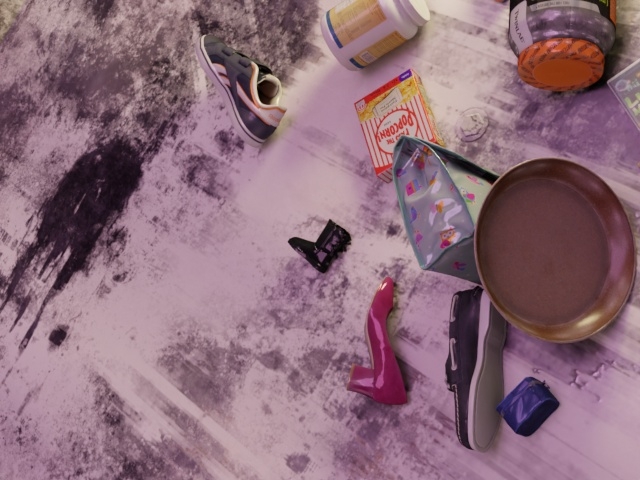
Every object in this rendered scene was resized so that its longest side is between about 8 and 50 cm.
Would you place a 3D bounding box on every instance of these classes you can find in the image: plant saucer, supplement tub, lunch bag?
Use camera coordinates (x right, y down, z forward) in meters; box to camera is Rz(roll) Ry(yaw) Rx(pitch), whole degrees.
[{"bbox_3d":[0.385,0.017,1.734,0.050,0.310,0.310,157,128,-68],"label":"plant saucer"},{"bbox_3d":[0.445,-0.449,1.909,0.193,0.193,0.316,-7,67,34],"label":"supplement tub"},{"bbox_3d":[0.352,0.276,1.763,0.098,0.067,0.065,-48,52,9],"label":"lunch bag"},{"bbox_3d":[0.250,-0.066,1.874,0.160,0.223,0.262,-40,53,30],"label":"lunch bag"},{"bbox_3d":[0.115,-0.464,2.188,0.200,0.144,0.144,-29,57,24],"label":"supplement tub"}]

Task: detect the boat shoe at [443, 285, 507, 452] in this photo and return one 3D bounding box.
[{"bbox_3d":[0.266,0.225,1.827,0.091,0.114,0.302,-8,56,33],"label":"boat shoe"}]

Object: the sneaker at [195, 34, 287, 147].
[{"bbox_3d":[-0.172,-0.370,2.378,0.127,0.126,0.321,-40,64,22],"label":"sneaker"}]

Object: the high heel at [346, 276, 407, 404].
[{"bbox_3d":[0.135,0.190,1.972,0.117,0.082,0.244,14,63,7],"label":"high heel"}]

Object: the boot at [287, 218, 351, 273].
[{"bbox_3d":[-0.001,0.000,2.150,0.121,0.045,0.099,40,100,32],"label":"boot"}]

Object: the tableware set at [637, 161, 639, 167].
[{"bbox_3d":[0.630,-0.123,1.740,0.194,0.039,0.128,-26,58,25],"label":"tableware set"}]

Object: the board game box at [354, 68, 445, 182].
[{"bbox_3d":[0.161,-0.235,2.126,0.147,0.045,0.193,-30,57,23],"label":"board game box"}]

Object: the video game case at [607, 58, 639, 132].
[{"bbox_3d":[0.624,-0.272,1.817,0.190,0.022,0.173,-36,54,20],"label":"video game case"}]
